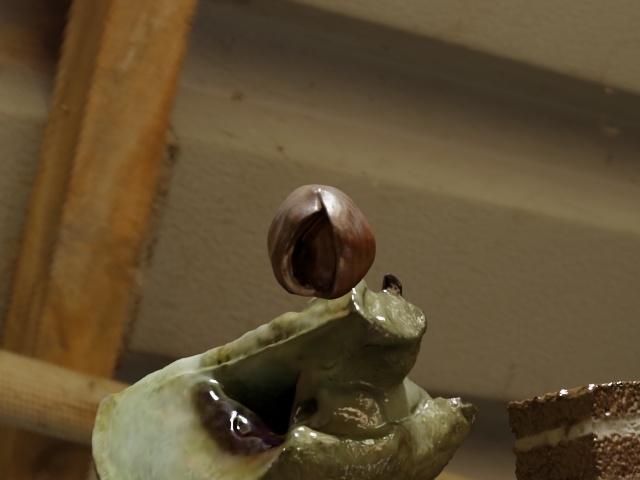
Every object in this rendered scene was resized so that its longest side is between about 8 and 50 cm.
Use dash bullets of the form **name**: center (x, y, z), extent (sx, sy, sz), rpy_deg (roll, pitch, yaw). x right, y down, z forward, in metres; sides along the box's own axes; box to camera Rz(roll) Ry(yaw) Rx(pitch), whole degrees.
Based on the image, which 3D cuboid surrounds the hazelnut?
- **hazelnut**: center (0.000, 0.000, 1.115), extent (0.086, 0.086, 0.086), rpy_deg (-9, -69, -26)

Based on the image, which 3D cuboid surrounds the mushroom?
- **mushroom**: center (-0.008, 0.177, 1.279), extent (0.292, 0.212, 0.217), rpy_deg (-35, -55, 22)

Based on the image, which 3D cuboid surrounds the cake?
- **cake**: center (0.312, 0.247, 1.908), extent (0.134, 0.135, 0.147), rpy_deg (-1, -105, -45)
